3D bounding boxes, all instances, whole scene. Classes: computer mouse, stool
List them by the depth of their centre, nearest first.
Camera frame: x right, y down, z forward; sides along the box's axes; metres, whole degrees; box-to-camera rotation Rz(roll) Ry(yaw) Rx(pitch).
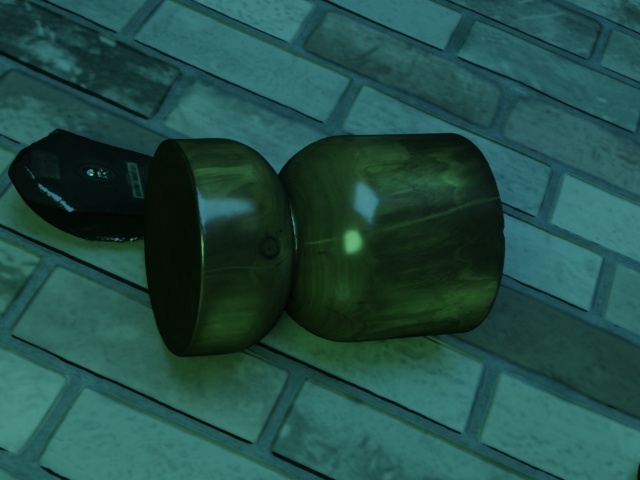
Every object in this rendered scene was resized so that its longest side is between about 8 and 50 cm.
[{"bbox_3d":[0.000,0.000,1.076,0.264,0.179,0.179,-2,49,-22],"label":"stool"},{"bbox_3d":[-0.196,-0.040,1.133,0.172,0.057,0.099,9,43,-28],"label":"computer mouse"}]

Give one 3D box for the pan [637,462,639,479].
[{"bbox_3d":[0.324,0.218,1.093,0.115,0.023,0.068,12,45,-4],"label":"pan"}]
